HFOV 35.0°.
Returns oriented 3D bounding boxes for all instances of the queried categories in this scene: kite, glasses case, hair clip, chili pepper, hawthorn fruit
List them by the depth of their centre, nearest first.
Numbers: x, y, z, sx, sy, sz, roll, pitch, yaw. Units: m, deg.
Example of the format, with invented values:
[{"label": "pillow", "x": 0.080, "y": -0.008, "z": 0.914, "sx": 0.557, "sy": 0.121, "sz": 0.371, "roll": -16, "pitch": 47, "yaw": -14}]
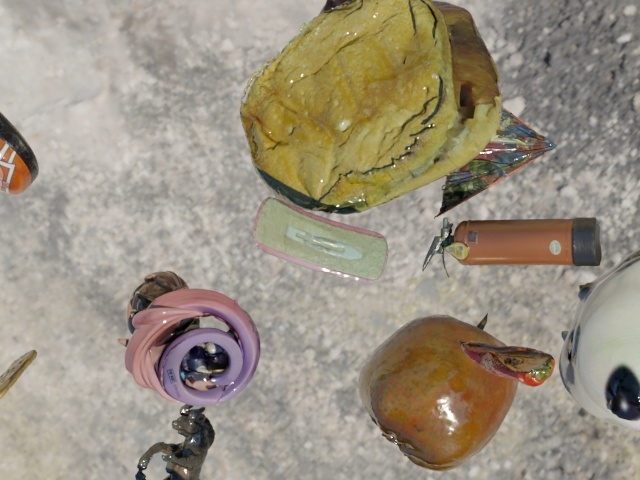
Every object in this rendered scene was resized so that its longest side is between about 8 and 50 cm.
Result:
[{"label": "hair clip", "x": 0.000, "y": 0.001, "z": 0.968, "sx": 0.137, "sy": 0.054, "sz": 0.022, "roll": 18, "pitch": 161, "yaw": -17}, {"label": "glasses case", "x": -0.407, "y": -0.147, "z": 1.061, "sx": 0.266, "sy": 0.067, "sz": 0.103, "roll": 39, "pitch": 154, "yaw": -2}, {"label": "chili pepper", "x": 0.196, "y": 0.130, "z": 1.093, "sx": 0.178, "sy": 0.045, "sz": 0.027, "roll": 9, "pitch": 128, "yaw": 63}, {"label": "kite", "x": 0.182, "y": -0.111, "z": 1.189, "sx": 0.189, "sy": 0.232, "sz": 0.009, "roll": 4, "pitch": 140, "yaw": 9}, {"label": "hawthorn fruit", "x": 0.225, "y": 0.253, "z": 1.816, "sx": 0.267, "sy": 0.301, "sz": 0.268, "roll": 37, "pitch": 172, "yaw": 6}]

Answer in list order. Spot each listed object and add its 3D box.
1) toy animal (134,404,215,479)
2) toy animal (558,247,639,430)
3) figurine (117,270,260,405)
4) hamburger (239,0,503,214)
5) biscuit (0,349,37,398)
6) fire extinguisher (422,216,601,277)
[{"label": "toy animal", "x": -0.244, "y": 0.405, "z": 1.776, "sx": 0.084, "sy": 0.148, "sz": 0.233, "roll": 19, "pitch": 109, "yaw": 38}, {"label": "toy animal", "x": 0.429, "y": 0.129, "z": 1.235, "sx": 0.250, "sy": 0.310, "sz": 0.251, "roll": -8, "pitch": 76, "yaw": 32}, {"label": "figurine", "x": -0.142, "y": 0.088, "z": 0.960, "sx": 0.157, "sy": 0.114, "sz": 0.126, "roll": 26, "pitch": 145, "yaw": 40}, {"label": "hamburger", "x": 0.058, "y": -0.155, "z": 1.144, "sx": 0.284, "sy": 0.134, "sz": 0.266, "roll": -25, "pitch": 63, "yaw": 17}, {"label": "biscuit", "x": -0.548, "y": 0.241, "z": 1.790, "sx": 0.071, "sy": 0.147, "sz": 0.018, "roll": -29, "pitch": 110, "yaw": 31}, {"label": "fire extinguisher", "x": 0.188, "y": 0.006, "z": 1.014, "sx": 0.177, "sy": 0.050, "sz": 0.062, "roll": -1, "pitch": 86, "yaw": 22}]
